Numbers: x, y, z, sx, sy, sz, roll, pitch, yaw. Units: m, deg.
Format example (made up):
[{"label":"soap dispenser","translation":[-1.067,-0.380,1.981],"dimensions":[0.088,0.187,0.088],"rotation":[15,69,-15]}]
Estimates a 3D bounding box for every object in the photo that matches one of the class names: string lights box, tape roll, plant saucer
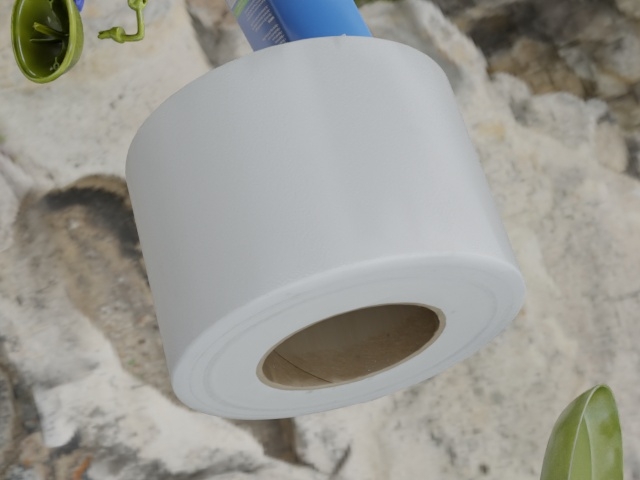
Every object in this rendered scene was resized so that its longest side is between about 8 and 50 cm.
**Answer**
[{"label":"string lights box","translation":[-0.012,-0.188,1.162],"dimensions":[0.076,0.133,0.260],"rotation":[-30,94,-14]},{"label":"tape roll","translation":[0.000,0.000,0.849],"dimensions":[0.246,0.246,0.169],"rotation":[7,54,-39]},{"label":"plant saucer","translation":[0.248,0.256,1.176],"dimensions":[0.241,0.037,0.241],"rotation":[-5,95,-64]}]

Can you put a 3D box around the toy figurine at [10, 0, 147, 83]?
[{"label":"toy figurine","translation":[-0.278,-0.354,1.510],"dimensions":[0.217,0.191,0.363],"rotation":[29,47,-75]}]
